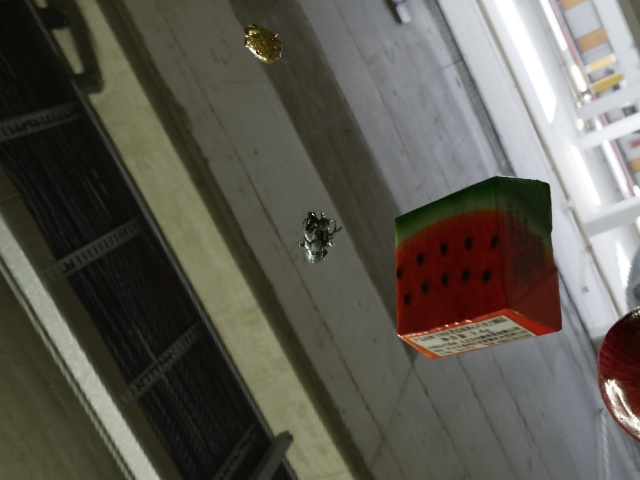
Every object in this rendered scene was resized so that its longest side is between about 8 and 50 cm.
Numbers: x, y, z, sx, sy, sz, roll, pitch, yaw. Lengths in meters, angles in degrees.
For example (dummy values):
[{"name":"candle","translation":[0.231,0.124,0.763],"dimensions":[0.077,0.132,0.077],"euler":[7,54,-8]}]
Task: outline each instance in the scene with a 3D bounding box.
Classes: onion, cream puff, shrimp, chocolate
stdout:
[{"name":"onion","translation":[0.548,0.218,1.100],"dimensions":[0.161,0.248,0.248],"euler":[-8,-104,-39]},{"name":"cream puff","translation":[-0.112,-0.392,1.393],"dimensions":[0.058,0.083,0.083],"euler":[-58,-22,-43]},{"name":"shrimp","translation":[-0.001,0.005,1.393],"dimensions":[0.174,0.082,0.076],"euler":[91,-169,-62]},{"name":"chocolate","translation":[0.328,0.057,1.554],"dimensions":[0.162,0.360,0.341],"euler":[19,-119,-36]}]
